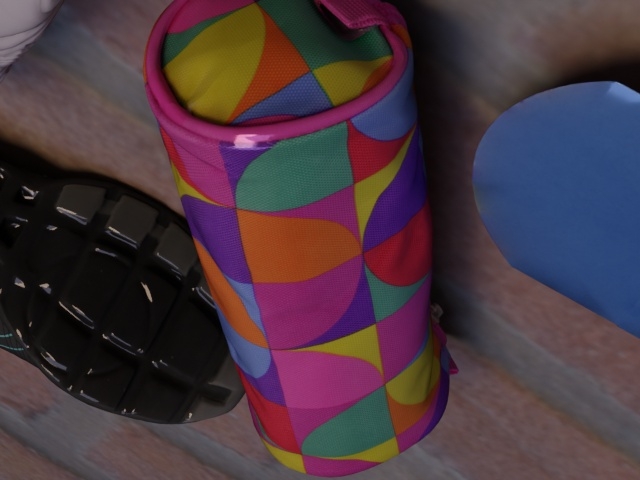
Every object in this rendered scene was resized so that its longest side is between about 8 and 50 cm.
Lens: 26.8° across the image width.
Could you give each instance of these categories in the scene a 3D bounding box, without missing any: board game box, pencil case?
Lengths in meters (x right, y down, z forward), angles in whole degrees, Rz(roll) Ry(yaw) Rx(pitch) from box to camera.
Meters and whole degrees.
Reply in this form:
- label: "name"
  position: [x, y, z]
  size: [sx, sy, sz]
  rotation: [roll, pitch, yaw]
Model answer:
- label: "board game box"
  position: [0.138, -0.006, 0.489]
  size: [0.168, 0.033, 0.133]
  rotation: [30, 152, 5]
- label: "pencil case"
  position: [0.000, 0.000, 0.537]
  size: [0.104, 0.104, 0.236]
  rotation: [14, 147, 19]

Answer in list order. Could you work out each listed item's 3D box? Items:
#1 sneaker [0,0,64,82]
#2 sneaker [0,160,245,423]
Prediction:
- label: "sneaker"
  position: [-0.151, -0.128, 0.455]
  size: [0.153, 0.101, 0.268]
  rotation: [35, 149, -17]
- label: "sneaker"
  position: [-0.152, 0.005, 0.675]
  size: [0.267, 0.101, 0.106]
  rotation: [30, 169, -7]
